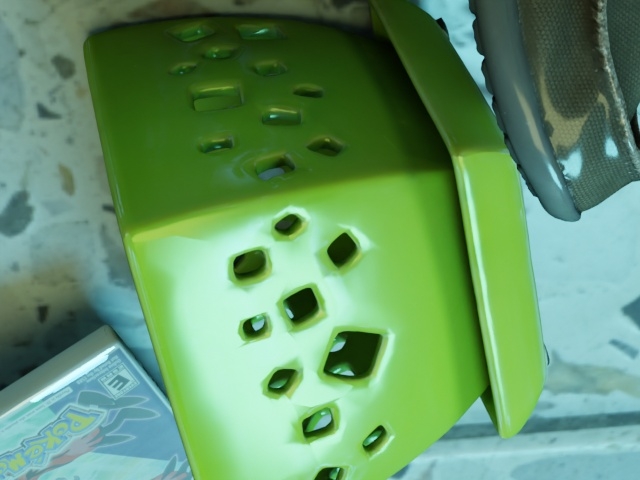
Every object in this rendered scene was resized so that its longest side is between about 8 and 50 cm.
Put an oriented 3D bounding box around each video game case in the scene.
[{"bbox_3d":[-0.181,0.160,1.073,0.201,0.023,0.183,-33,140,-3],"label":"video game case"}]

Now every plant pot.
[{"bbox_3d":[0.000,0.000,0.925,0.207,0.227,0.228,-16,125,-3],"label":"plant pot"}]

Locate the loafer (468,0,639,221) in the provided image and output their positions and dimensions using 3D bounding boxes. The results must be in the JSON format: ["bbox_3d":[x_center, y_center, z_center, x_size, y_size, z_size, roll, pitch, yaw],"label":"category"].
[{"bbox_3d":[0.142,-0.190,0.732,0.130,0.366,0.134,2,172,16],"label":"loafer"}]

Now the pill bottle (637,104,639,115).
[{"bbox_3d":[0.239,-0.150,0.871,0.301,0.169,0.169,-7,126,0],"label":"pill bottle"}]
